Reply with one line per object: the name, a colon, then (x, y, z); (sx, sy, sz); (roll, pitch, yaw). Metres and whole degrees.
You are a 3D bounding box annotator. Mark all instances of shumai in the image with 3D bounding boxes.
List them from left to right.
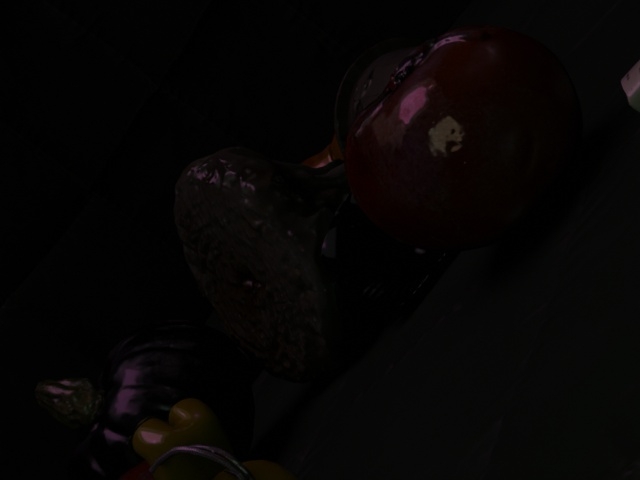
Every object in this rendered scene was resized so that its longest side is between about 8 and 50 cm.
shumai: (0.000, 0.000, 1.828); (0.263, 0.309, 0.304); (-28, 22, -34)

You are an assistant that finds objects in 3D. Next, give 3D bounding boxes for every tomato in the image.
tomato: (0.136, -0.087, 1.352); (0.232, 0.188, 0.232); (-46, 8, 9)

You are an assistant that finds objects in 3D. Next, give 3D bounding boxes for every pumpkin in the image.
pumpkin: (-0.221, 0.232, 1.806); (0.296, 0.296, 0.296); (-53, 5, 7)

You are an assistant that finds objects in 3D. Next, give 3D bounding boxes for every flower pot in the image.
flower pot: (0.145, -0.154, 1.761); (0.212, 0.212, 0.202); (-54, 16, -12)

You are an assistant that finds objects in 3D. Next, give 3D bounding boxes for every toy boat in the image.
toy boat: (0.132, -0.057, 1.630); (0.299, 0.134, 0.092); (-52, -21, 4)

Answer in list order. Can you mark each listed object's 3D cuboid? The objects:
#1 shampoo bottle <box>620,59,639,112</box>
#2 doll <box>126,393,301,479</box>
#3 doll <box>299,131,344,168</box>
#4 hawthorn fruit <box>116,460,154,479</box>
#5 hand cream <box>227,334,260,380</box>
shampoo bottle: (0.310, -0.170, 1.222); (0.141, 0.034, 0.049); (-49, 1, 25)
doll: (-0.070, 0.229, 1.275); (0.143, 0.135, 0.221); (-26, 30, -27)
doll: (0.048, -0.104, 2.400); (0.269, 0.162, 0.167); (-40, -5, 20)
hawthorn fruit: (-0.138, 0.291, 1.441); (0.173, 0.173, 0.173); (-53, 5, 7)
hand cream: (-0.089, 0.146, 2.439); (0.203, 0.084, 0.084); (-46, 5, -2)
